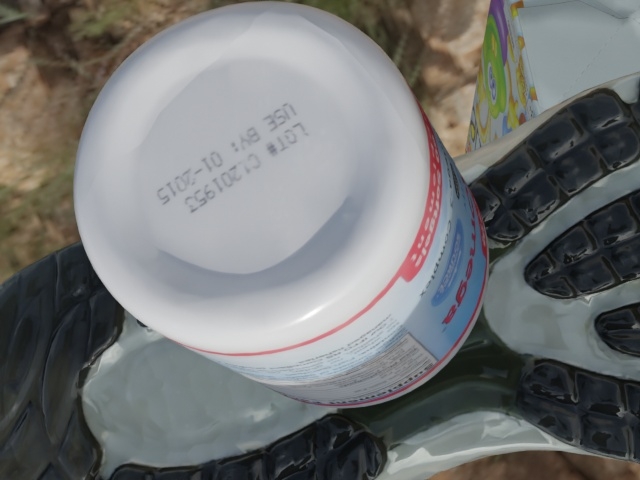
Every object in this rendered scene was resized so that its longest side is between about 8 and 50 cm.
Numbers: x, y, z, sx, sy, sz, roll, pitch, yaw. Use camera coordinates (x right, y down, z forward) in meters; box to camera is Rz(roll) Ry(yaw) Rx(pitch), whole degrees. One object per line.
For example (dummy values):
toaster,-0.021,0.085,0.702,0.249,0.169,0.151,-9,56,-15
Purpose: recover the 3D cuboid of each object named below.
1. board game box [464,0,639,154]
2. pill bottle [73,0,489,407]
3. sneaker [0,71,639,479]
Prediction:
board game box,0.189,-0.073,1.078,0.275,0.144,0.142,90,173,-63
pill bottle,0.000,0.000,0.436,0.087,0.160,0.087,-3,77,14
sneaker,0.074,0.024,0.643,0.410,0.182,0.158,-8,90,2
